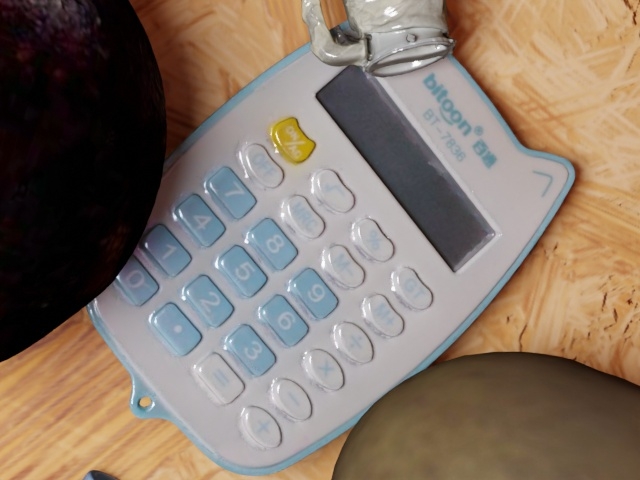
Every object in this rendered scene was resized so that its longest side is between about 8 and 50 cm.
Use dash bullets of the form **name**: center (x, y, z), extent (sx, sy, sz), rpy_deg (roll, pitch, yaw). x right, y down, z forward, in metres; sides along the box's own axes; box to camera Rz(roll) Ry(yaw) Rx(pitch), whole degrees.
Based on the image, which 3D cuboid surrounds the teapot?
- **teapot**: center (0.026, -0.219, 1.191), extent (0.107, 0.077, 0.200), rpy_deg (-14, 80, -8)

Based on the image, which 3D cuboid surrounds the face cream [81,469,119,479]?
- **face cream**: center (-0.223, 0.298, 1.253), extent (0.077, 0.077, 0.250), rpy_deg (37, 92, -13)

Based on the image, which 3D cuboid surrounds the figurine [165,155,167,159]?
- **figurine**: center (-0.168, -0.046, 1.223), extent (0.094, 0.082, 0.086), rpy_deg (41, 107, -2)

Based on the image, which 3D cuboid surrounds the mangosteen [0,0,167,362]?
- **mangosteen**: center (-0.279, -0.119, 1.064), extent (0.382, 0.382, 0.435), rpy_deg (23, 60, -12)

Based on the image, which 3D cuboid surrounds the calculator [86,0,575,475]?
- **calculator**: center (0.000, 0.000, 1.230), extent (0.386, 0.054, 0.256), rpy_deg (-43, 103, -16)

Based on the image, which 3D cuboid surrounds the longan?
- **longan**: center (0.143, 0.262, 1.188), extent (0.361, 0.361, 0.361), rpy_deg (-1, 98, -10)
